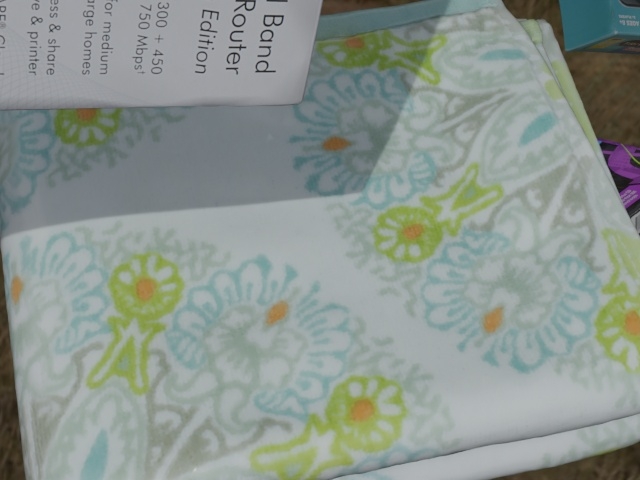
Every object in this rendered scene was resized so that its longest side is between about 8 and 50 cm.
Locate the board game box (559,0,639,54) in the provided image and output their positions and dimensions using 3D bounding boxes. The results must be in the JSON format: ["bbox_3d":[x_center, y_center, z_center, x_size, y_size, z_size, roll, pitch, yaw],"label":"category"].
[{"bbox_3d":[0.378,-0.392,1.496,0.253,0.079,0.336,-4,84,-38],"label":"board game box"}]

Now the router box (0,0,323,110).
[{"bbox_3d":[-0.128,-0.207,0.409,0.301,0.336,0.082,-4,36,-23],"label":"router box"}]

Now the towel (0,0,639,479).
[{"bbox_3d":[0.000,0.000,0.751,0.374,0.090,0.321,-11,54,-7],"label":"towel"}]

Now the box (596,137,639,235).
[{"bbox_3d":[0.213,-0.050,1.036,0.162,0.029,0.116,18,36,40],"label":"box"}]
